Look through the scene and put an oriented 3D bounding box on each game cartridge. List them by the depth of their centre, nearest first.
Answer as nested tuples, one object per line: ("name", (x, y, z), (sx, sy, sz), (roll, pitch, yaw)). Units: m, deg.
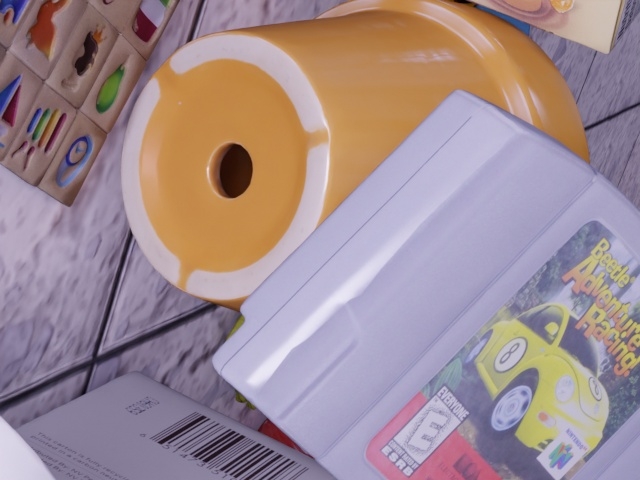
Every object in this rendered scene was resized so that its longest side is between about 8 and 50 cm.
("game cartridge", (0.094, 0.065, 0.796), (0.196, 0.060, 0.294), (-48, 135, -5))

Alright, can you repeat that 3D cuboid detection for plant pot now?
("plant pot", (0.006, -0.033, 0.823), (0.188, 0.205, 0.205), (2, 112, -54))

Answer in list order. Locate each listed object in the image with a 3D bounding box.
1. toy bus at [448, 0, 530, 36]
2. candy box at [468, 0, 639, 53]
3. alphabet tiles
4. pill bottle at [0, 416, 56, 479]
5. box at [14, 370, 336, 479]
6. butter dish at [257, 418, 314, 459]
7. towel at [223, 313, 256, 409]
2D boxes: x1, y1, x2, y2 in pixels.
("toy bus", (0.063, -0.106, 1.001), (0.202, 0.104, 0.191), (-96, -173, -72))
("candy box", (0.153, -0.258, 0.928), (0.316, 0.183, 0.087), (-53, 158, -35))
("alphabet tiles", (-0.102, -0.130, 0.653), (0.198, 0.009, 0.237), (-63, 162, -6))
("pill bottle", (-0.212, 0.177, 0.455), (0.323, 0.181, 0.181), (-53, 159, -33))
("box", (-0.082, 0.174, 0.828), (0.182, 0.181, 0.119), (-25, 136, -65))
("butter dish", (-0.022, 0.192, 1.156), (0.160, 0.118, 0.160), (-130, -124, -64))
("towel", (0.000, 0.000, 1.112), (0.237, 0.021, 0.102), (-58, 157, -22))
